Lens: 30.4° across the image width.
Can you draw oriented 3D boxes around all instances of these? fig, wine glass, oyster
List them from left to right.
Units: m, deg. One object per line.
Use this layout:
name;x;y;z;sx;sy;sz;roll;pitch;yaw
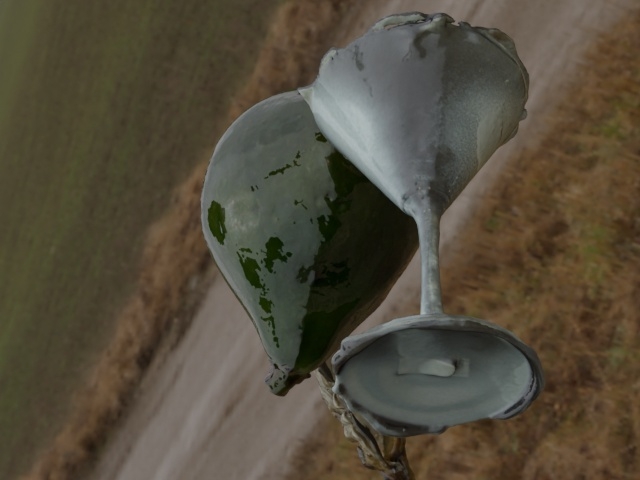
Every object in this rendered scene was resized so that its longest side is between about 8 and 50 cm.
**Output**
fig;0.000;0.000;0.942;0.195;0.195;0.245;147;125;-63
oyster;0.024;0.183;1.506;0.079;0.345;0.128;-26;10;19
wine glass;0.065;-0.008;0.719;0.156;0.156;0.232;127;154;-45
